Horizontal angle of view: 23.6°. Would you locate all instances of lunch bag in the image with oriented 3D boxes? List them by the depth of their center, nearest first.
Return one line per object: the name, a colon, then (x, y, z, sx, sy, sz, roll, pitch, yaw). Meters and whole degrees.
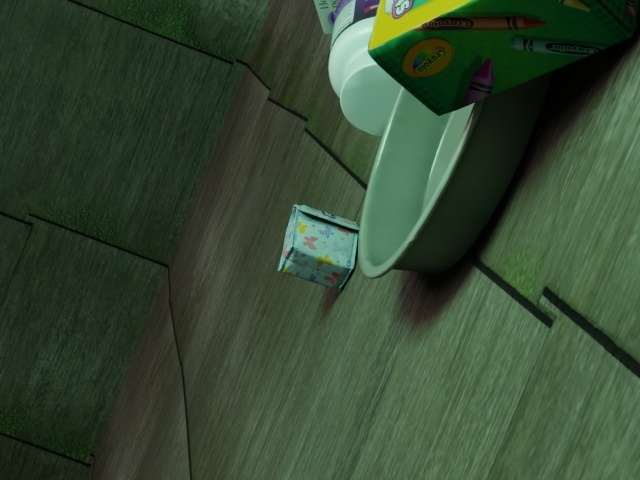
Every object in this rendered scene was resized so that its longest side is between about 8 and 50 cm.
lunch bag: (0.000, 0.000, 1.551, 0.083, 0.071, 0.053, -79, 12, -47)

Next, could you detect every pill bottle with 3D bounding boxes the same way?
pill bottle: (0.064, -0.184, 1.475, 0.193, 0.108, 0.108, -83, 17, -53)

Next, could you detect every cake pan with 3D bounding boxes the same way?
cake pan: (0.110, -0.099, 1.206, 0.293, 0.054, 0.293, -159, 90, -80)

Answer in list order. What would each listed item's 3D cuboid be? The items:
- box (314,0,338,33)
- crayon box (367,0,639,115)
box: (-0.004, -0.410, 1.926, 0.067, 0.063, 0.324, -80, -22, -45)
crayon box: (0.141, -0.236, 1.053, 0.165, 0.081, 0.278, -20, 44, 42)
